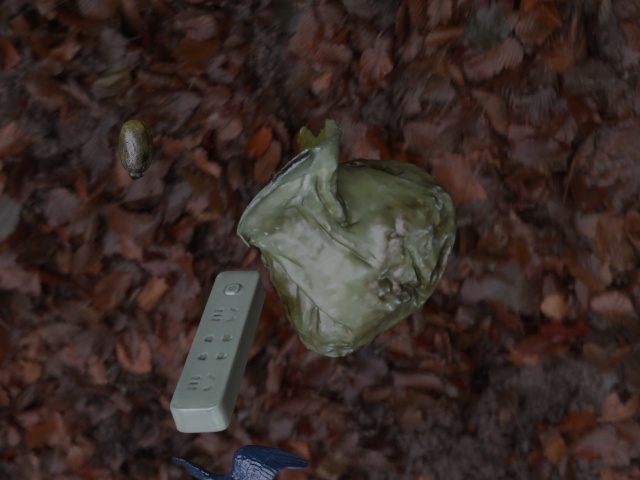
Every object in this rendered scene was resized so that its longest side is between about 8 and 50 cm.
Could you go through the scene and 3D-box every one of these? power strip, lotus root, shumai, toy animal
[{"bbox_3d":[-0.168,0.173,1.795,0.091,0.385,0.062,-3,126,12],"label":"power strip"},{"bbox_3d":[-0.299,-0.147,1.692,0.049,0.054,0.099,7,99,47],"label":"lotus root"},{"bbox_3d":[0.000,0.000,1.502,0.292,0.288,0.330,27,96,30],"label":"shumai"},{"bbox_3d":[-0.141,0.457,1.812,0.255,0.176,0.239,23,79,31],"label":"toy animal"}]
